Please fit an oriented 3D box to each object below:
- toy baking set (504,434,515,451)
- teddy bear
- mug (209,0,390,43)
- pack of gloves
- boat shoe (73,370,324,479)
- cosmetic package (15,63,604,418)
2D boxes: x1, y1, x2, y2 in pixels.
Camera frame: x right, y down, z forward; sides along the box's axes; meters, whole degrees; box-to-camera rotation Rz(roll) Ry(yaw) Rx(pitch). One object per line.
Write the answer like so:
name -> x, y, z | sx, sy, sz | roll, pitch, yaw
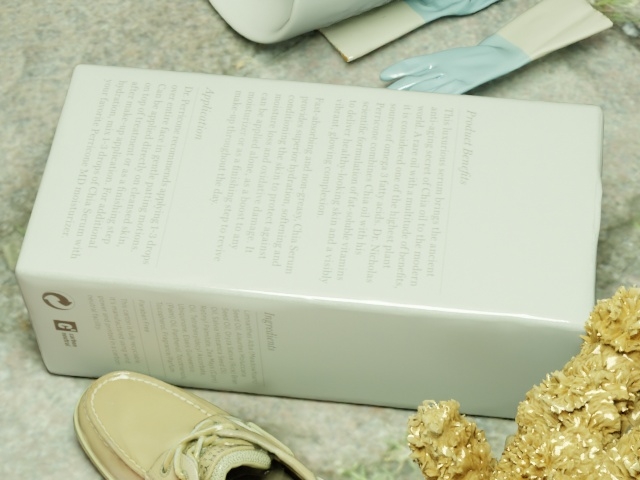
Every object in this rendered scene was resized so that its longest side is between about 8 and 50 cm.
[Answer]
toy baking set -> 0.203, 0.246, 1.158 | 0.196, 0.030, 0.256 | -26, 57, 20
teddy bear -> 0.171, 0.187, 1.102 | 0.338, 0.113, 0.245 | -34, 71, 8
mug -> 0.022, -0.383, 1.555 | 0.328, 0.276, 0.374 | -23, 26, -23
pack of gloves -> 0.136, -0.199, 1.540 | 0.232, 0.046, 0.195 | -25, 43, -15
boat shoe -> -0.074, 0.183, 1.221 | 0.302, 0.098, 0.109 | 34, 62, 24
cosmetic package -> 0.000, 0.000, 1.314 | 0.453, 0.161, 0.230 | 5, 55, 6
